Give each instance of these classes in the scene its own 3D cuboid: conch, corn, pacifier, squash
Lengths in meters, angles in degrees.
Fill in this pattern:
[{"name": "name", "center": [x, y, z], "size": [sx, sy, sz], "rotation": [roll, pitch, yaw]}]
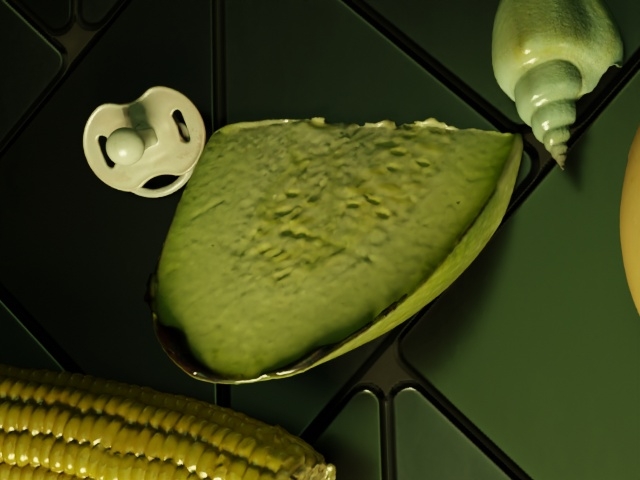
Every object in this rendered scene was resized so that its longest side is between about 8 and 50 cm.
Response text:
[{"name": "conch", "center": [0.161, -0.133, 0.899], "size": [0.088, 0.065, 0.180], "rotation": [-10, 71, 18]}, {"name": "corn", "center": [-0.160, 0.161, 0.921], "size": [0.344, 0.131, 0.131], "rotation": [8, 83, 18]}, {"name": "pacifier", "center": [-0.136, -0.070, 0.983], "size": [0.099, 0.078, 0.082], "rotation": [-18, 96, 14]}, {"name": "squash", "center": [0.000, 0.000, 0.886], "size": [0.236, 0.155, 0.204], "rotation": [3, 83, 20]}]

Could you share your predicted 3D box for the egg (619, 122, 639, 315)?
[{"name": "egg", "center": [0.278, -0.028, 0.768], "size": [0.201, 0.201, 0.244], "rotation": [30, 92, 21]}]
